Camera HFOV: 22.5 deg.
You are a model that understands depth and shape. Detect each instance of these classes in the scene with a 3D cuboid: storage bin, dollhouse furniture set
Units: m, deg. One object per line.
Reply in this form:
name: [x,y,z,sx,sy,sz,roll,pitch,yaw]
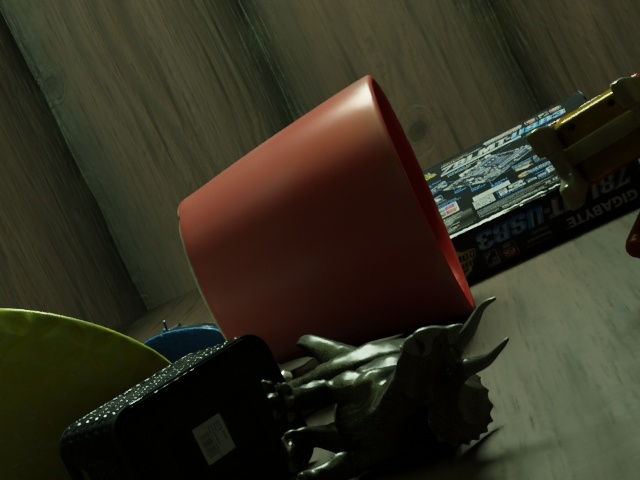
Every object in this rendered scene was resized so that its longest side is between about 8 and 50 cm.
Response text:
storage bin: [-0.107,0.168,1.321,0.084,0.122,0.180,-21,7,46]
dollhouse furniture set: [0.389,-0.104,1.330,0.374,0.201,0.152,-30,2,27]

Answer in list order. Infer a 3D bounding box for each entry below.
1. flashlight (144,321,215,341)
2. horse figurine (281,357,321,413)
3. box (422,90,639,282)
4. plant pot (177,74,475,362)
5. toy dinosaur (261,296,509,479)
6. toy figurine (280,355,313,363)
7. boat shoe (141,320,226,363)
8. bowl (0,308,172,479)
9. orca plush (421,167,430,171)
flashlight: [-0.090,0.101,2.150,0.304,0.103,0.103,-26,-22,8]
horse figurine: [-0.084,0.166,1.600,0.263,0.066,0.174,-18,3,44]
box: [0.235,-0.061,2.001,0.296,0.073,0.293,-26,17,5]
plant pot: [0.000,0.000,1.685,0.243,0.275,0.275,-24,5,7]
toy dinosaur: [0.045,0.125,1.250,0.160,0.121,0.313,-14,-1,-7]
toy figurine: [-0.028,0.029,1.909,0.148,0.213,0.209,-22,2,15]
boat shoe: [-0.211,0.164,2.054,0.258,0.109,0.089,-22,2,21]
bowl: [-0.267,0.197,1.450,0.289,0.289,0.156,-22,49,38]
orca plush: [0.148,-0.028,2.315,0.287,0.151,0.102,-14,44,56]
